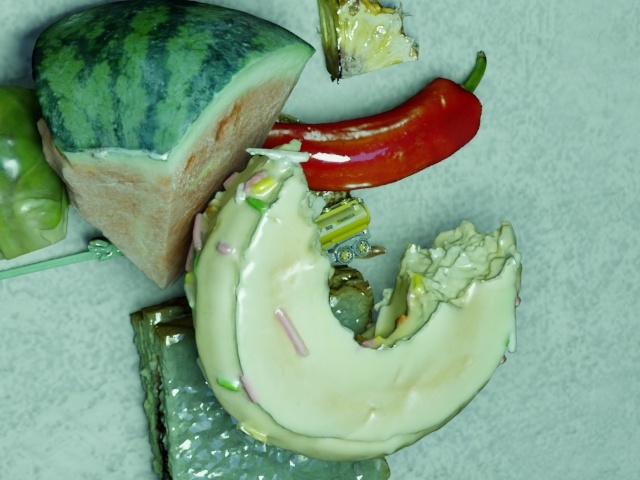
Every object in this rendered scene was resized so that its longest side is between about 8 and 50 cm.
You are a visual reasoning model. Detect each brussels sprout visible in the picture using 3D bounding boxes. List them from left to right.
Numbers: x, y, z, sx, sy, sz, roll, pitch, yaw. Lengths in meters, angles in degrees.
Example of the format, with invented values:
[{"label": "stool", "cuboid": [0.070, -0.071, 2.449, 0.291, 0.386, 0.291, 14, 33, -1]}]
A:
[{"label": "brussels sprout", "cuboid": [-0.334, -0.070, 1.875, 0.161, 0.144, 0.181, -11, 96, -50]}]

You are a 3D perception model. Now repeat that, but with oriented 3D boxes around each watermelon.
[{"label": "watermelon", "cuboid": [-0.135, -0.110, 1.833, 0.250, 0.283, 0.292, -22, 118, 22]}]

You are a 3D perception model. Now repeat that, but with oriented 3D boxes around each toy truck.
[{"label": "toy truck", "cuboid": [0.000, 0.000, 1.976, 0.123, 0.052, 0.063, -24, 105, -22]}]

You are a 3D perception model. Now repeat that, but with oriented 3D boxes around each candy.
[{"label": "candy", "cuboid": [-0.235, 0.011, 1.971, 0.287, 0.084, 0.078, -12, 131, -4]}]

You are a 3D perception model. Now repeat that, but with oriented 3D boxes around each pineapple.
[{"label": "pineapple", "cuboid": [0.047, -0.223, 1.993, 0.137, 0.069, 0.116, 32, 91, -23]}]

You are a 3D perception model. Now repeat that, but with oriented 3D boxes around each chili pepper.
[{"label": "chili pepper", "cuboid": [0.048, -0.123, 1.974, 0.368, 0.092, 0.137, -13, 68, -22]}]

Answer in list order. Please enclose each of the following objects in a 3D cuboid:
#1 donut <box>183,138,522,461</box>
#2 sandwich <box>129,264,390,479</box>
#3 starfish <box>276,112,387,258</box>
[{"label": "donut", "cuboid": [0.022, 0.076, 1.877, 0.371, 0.150, 0.307, 19, 93, -28]}, {"label": "sandwich", "cuboid": [-0.061, 0.207, 2.030, 0.262, 0.131, 0.325, -12, 107, -16]}, {"label": "starfish", "cuboid": [0.006, -0.067, 2.024, 0.238, 0.057, 0.213, -27, 104, -12]}]
